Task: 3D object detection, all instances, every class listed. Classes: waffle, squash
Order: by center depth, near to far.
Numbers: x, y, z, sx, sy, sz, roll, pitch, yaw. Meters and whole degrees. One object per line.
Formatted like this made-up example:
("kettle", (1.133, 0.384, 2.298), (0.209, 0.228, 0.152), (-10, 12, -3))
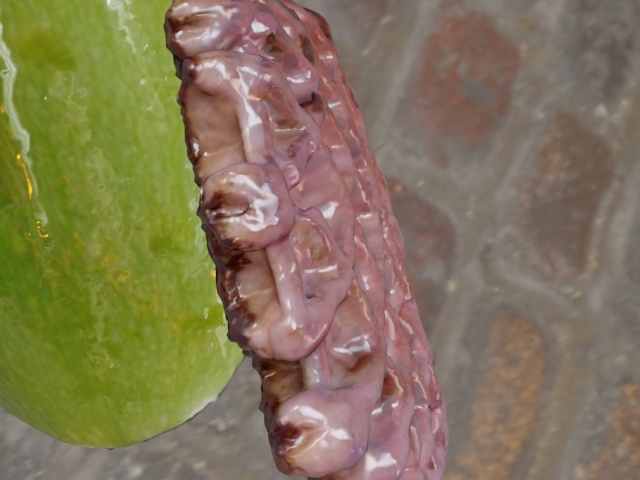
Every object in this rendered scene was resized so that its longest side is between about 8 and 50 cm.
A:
("waffle", (0.000, 0.000, 0.679), (0.055, 0.234, 0.221), (-18, 79, 12))
("squash", (-0.133, -0.052, 1.004), (0.234, 0.210, 0.309), (-13, 115, 5))
